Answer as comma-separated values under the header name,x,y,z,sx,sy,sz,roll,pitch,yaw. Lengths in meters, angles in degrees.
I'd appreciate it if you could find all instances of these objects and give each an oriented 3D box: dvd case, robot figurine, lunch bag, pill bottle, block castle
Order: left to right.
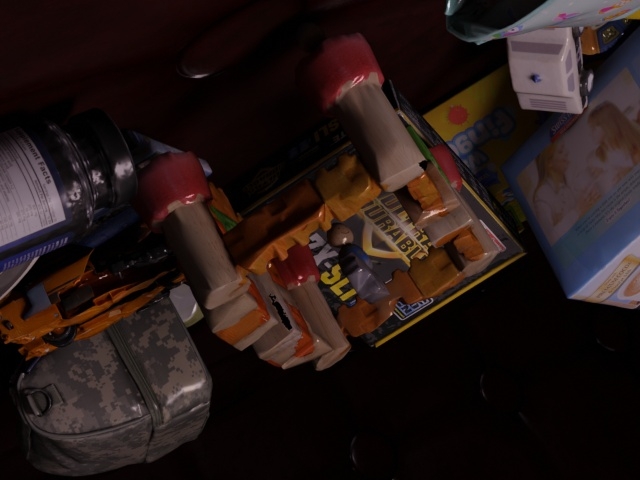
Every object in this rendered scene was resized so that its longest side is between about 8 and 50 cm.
name,x,y,z,sx,sy,sz,roll,pitch,yaw
pill bottle,-0.283,-0.039,1.413,0.219,0.122,0.123,-25,167,-25
lunch bag,-0.311,0.217,2.216,0.256,0.212,0.305,-27,167,-19
dvd case,-0.236,-0.051,1.733,0.180,0.022,0.253,-31,169,10
robot figurine,-0.261,0.050,1.946,0.291,0.085,0.211,-28,169,-7
block castle,-0.004,-0.040,1.742,0.303,0.212,0.453,-34,159,7
lunch bag,0.259,-0.302,1.551,0.223,0.160,0.262,-19,158,-47

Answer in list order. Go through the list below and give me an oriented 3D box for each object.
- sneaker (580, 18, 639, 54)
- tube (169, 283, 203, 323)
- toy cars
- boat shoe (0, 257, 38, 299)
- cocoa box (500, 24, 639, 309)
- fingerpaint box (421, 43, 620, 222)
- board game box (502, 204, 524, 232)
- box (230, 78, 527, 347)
name,x,y,z,sx,sy,sz,roll,pitch,yaw
sneaker,0.425,-0.349,1.956,0.296,0.112,0.131,-32,-175,19
tube,-0.206,0.107,2.408,0.070,0.062,0.240,11,173,2
toy cars,0.311,-0.257,1.794,0.393,0.176,0.087,-45,-165,52
boat shoe,-0.411,0.047,1.500,0.335,0.112,0.095,-29,174,10
cocoa box,0.446,-0.101,1.975,0.228,0.231,0.347,9,136,-41
fingerpaint box,0.267,-0.126,2.300,0.445,0.163,0.371,-32,169,11
board game box,0.211,0.016,2.254,0.092,0.043,0.181,-22,167,-26
box,0.078,-0.026,2.042,0.257,0.079,0.322,-32,130,17
